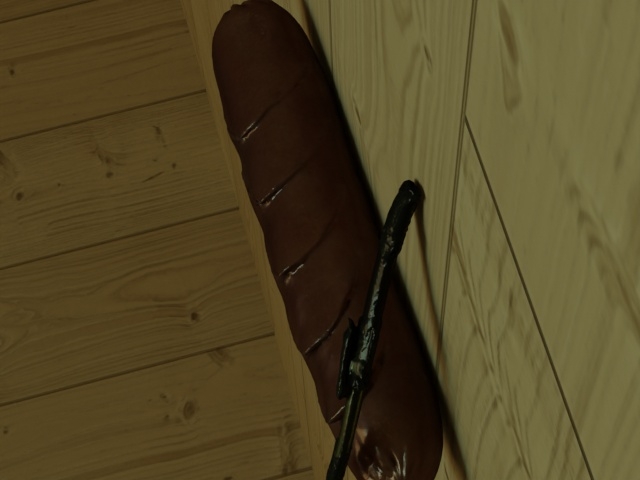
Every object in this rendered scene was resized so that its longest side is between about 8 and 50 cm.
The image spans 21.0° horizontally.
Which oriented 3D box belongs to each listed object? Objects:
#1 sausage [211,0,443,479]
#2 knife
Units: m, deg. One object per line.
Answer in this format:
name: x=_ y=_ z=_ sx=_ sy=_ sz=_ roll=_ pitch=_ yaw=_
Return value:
sausage: x=0.002 y=0.001 z=1.181 sx=0.088 sy=0.088 sz=0.433 roll=83 pitch=172 yaw=-56
knife: x=0.026 y=0.055 z=1.021 sx=0.045 sy=0.021 sz=0.222 roll=-95 pitch=17 yaw=-58
